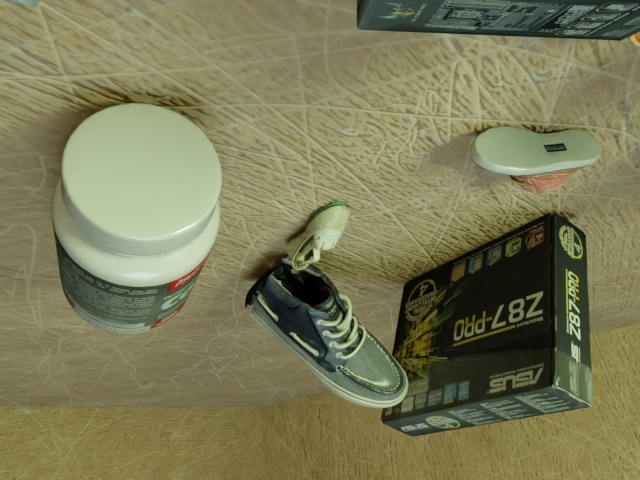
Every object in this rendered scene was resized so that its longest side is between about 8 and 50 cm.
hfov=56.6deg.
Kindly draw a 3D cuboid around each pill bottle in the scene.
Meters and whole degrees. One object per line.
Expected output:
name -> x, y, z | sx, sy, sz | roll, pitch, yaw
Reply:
pill bottle -> -0.197, -0.009, 0.637 | 0.161, 0.161, 0.283 | 0, 158, -21

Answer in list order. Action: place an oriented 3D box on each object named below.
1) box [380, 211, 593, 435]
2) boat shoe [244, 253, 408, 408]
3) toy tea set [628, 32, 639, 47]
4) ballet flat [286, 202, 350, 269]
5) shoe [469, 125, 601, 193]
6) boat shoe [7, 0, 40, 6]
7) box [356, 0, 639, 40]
box -> 0.285, 0.165, 1.066 | 0.097, 0.318, 0.395 | 29, 145, -23
boat shoe -> 0.024, 0.162, 1.028 | 0.341, 0.127, 0.158 | 33, 149, 1
toy tea set -> 0.261, -0.212, 0.338 | 0.200, 0.124, 0.336 | -19, 157, 24
ballet flat -> 0.000, 0.000, 0.893 | 0.057, 0.052, 0.168 | 2, 157, -26
shoe -> 0.251, -0.093, 0.733 | 0.178, 0.063, 0.081 | -6, 155, -20
boat shoe -> -0.185, -0.203, 0.263 | 0.076, 0.080, 0.228 | 11, 160, -3
box -> 0.120, -0.156, 0.280 | 0.184, 0.059, 0.233 | 1, -178, -3
